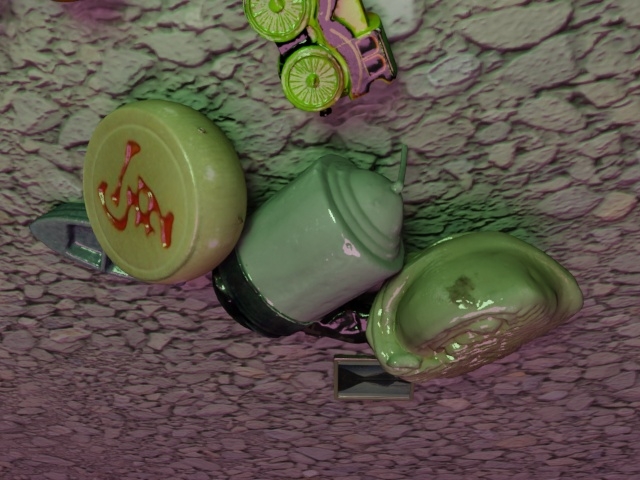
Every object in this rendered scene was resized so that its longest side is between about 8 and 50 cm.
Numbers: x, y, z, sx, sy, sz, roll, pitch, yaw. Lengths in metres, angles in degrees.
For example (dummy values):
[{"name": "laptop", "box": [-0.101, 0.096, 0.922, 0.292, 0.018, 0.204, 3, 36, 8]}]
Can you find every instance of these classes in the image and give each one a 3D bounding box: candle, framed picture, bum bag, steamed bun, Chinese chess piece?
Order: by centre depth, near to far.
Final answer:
[{"name": "Chinese chess piece", "box": [-0.232, -0.069, 0.687, 0.273, 0.102, 0.273, 6, 103, 30]}, {"name": "candle", "box": [0.000, 0.000, 0.739, 0.342, 0.221, 0.221, -35, 121, 30]}, {"name": "steamed bun", "box": [0.229, 0.094, 0.789, 0.324, 0.220, 0.310, 8, 141, -38]}, {"name": "bum bag", "box": [0.013, 0.155, 0.964, 0.340, 0.095, 0.144, 13, 139, 0]}, {"name": "framed picture", "box": [0.134, 0.343, 1.159, 0.203, 0.015, 0.150, 1, 122, 3]}]

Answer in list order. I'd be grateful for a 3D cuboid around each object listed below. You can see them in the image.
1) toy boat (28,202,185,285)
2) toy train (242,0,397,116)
[{"name": "toy boat", "box": [-0.377, 0.004, 0.866, 0.282, 0.078, 0.127, 18, 131, -11]}, {"name": "toy train", "box": [-0.020, -0.296, 0.559, 0.160, 0.100, 0.296, -23, 126, 13]}]
